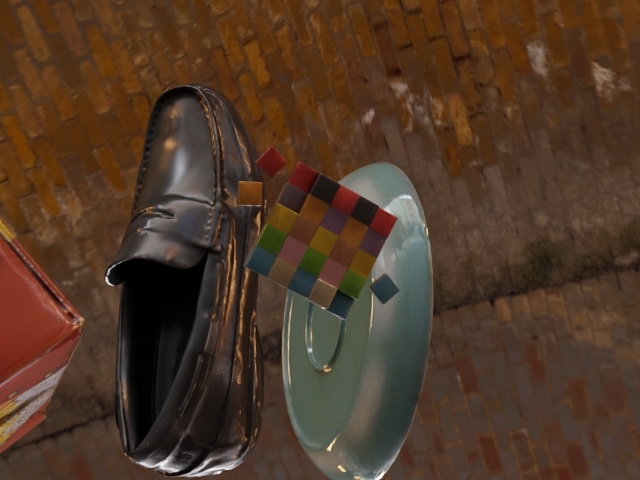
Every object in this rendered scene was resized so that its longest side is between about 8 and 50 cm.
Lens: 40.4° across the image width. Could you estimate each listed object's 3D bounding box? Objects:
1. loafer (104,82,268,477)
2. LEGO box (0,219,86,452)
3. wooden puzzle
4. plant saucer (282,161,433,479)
[{"bbox_3d":[-0.074,0.011,0.466,0.076,0.078,0.223,-16,-113,31],"label":"loafer"},{"bbox_3d":[-0.421,-0.011,0.401,0.500,0.372,0.193,49,-32,3],"label":"LEGO box"},{"bbox_3d":[0.000,0.000,0.362,0.083,0.006,0.049,29,-96,-15],"label":"wooden puzzle"},{"bbox_3d":[0.020,0.078,0.848,0.043,0.317,0.318,7,-69,-20],"label":"plant saucer"}]
